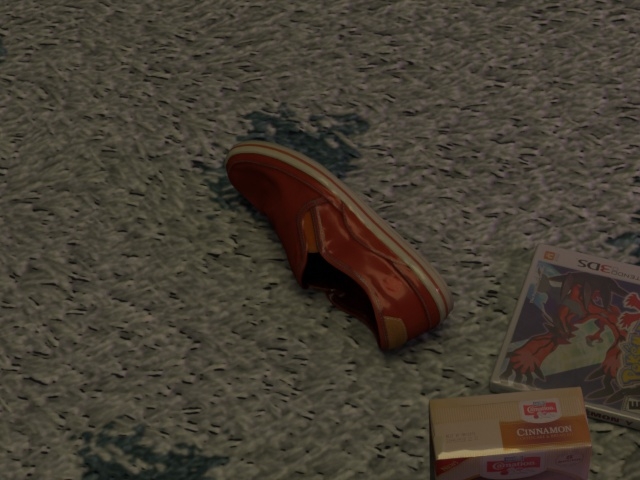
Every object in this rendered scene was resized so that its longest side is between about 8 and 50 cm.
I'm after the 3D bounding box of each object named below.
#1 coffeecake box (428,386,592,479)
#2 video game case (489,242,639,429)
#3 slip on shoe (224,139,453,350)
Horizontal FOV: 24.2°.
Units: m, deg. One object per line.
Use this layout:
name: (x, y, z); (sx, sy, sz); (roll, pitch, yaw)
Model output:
coffeecake box: (0.176, 0.221, 1.411); (0.142, 0.185, 0.068); (-5, 50, 1)
video game case: (0.297, 0.101, 1.605); (0.183, 0.023, 0.201); (13, 53, 15)
slip on shoe: (0.000, 0.000, 1.658); (0.101, 0.123, 0.331); (-39, 62, -19)
